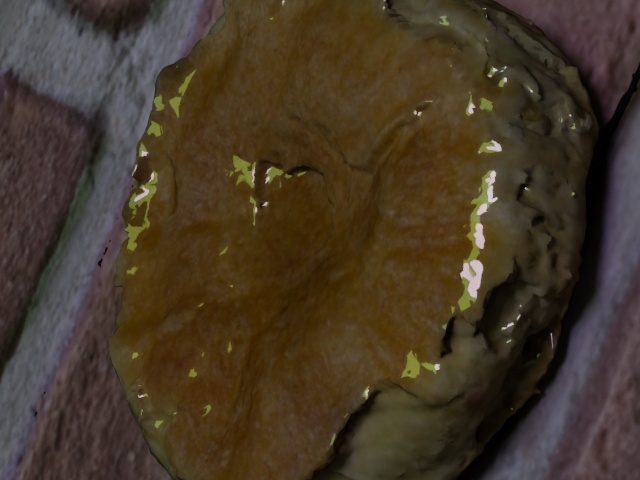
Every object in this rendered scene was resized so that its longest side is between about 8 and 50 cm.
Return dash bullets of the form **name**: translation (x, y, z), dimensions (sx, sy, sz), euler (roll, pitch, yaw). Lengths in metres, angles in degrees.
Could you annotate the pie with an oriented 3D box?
- **pie**: translation (0.000, 0.000, 1.052), dimensions (0.339, 0.083, 0.340), euler (-13, 71, 43)
